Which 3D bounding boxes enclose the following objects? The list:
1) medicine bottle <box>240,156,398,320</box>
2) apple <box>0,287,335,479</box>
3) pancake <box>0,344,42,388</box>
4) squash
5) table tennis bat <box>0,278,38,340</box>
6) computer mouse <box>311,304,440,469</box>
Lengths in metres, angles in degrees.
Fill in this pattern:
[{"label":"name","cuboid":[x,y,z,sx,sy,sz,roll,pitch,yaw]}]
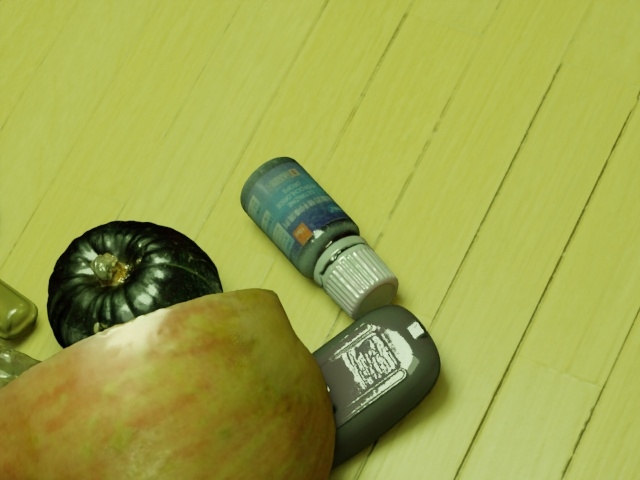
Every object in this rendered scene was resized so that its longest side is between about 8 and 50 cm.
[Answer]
[{"label":"medicine bottle","cuboid":[0.000,0.000,2.070,0.083,0.083,0.203,-38,63,-8]},{"label":"apple","cuboid":[-0.151,0.195,1.906,0.309,0.314,0.252,-25,24,16]},{"label":"pancake","cuboid":[-0.376,0.219,2.058,0.250,0.031,0.250,-2,58,4]},{"label":"squash","cuboid":[-0.201,0.062,2.047,0.193,0.156,0.193,-23,26,12]},{"label":"table tennis bat","cuboid":[-0.436,0.015,2.195,0.198,0.050,0.321,-45,57,-13]},{"label":"computer mouse","cuboid":[0.019,0.163,1.991,0.232,0.057,0.120,-37,62,2]}]
